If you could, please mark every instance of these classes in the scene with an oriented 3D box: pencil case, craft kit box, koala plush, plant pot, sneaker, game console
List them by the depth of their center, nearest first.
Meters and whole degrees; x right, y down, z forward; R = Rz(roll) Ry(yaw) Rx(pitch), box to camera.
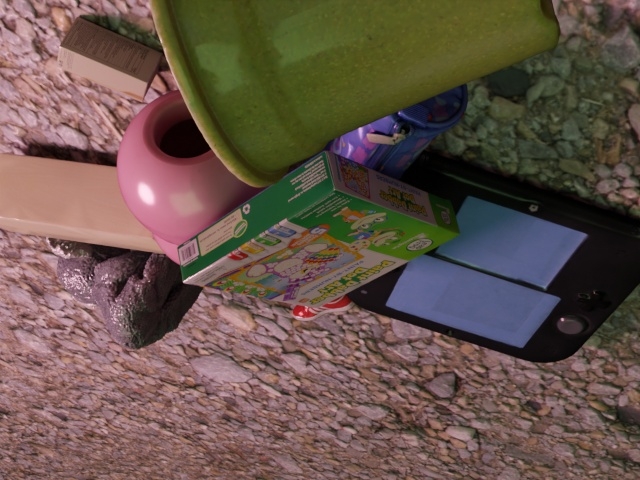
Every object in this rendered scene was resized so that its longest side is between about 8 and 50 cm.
[{"bbox_3d":[0.039,-0.203,0.642,0.253,0.276,0.276,-12,137,15],"label":"plant pot"},{"bbox_3d":[0.000,0.000,1.022,0.249,0.061,0.246,-30,154,33],"label":"craft kit box"},{"bbox_3d":[0.056,-0.108,1.024,0.119,0.133,0.306,29,143,-9],"label":"pencil case"},{"bbox_3d":[0.243,0.040,1.216,0.386,0.060,0.342,17,144,-3],"label":"game console"},{"bbox_3d":[-0.337,0.060,1.366,0.221,0.203,0.196,18,145,17],"label":"koala plush"},{"bbox_3d":[-0.007,0.096,1.395,0.118,0.042,0.067,-17,137,26],"label":"sneaker"}]

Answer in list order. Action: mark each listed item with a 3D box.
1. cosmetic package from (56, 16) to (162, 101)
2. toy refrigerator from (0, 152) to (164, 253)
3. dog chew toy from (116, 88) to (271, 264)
[{"bbox_3d":[-0.263,-0.226,1.050,0.115,0.060,0.041,24,144,-8],"label":"cosmetic package"},{"bbox_3d":[-0.349,-0.054,1.257,0.269,0.102,0.094,7,164,11],"label":"toy refrigerator"},{"bbox_3d":[-0.148,-0.051,1.131,0.206,0.207,0.332,9,151,8],"label":"dog chew toy"}]
